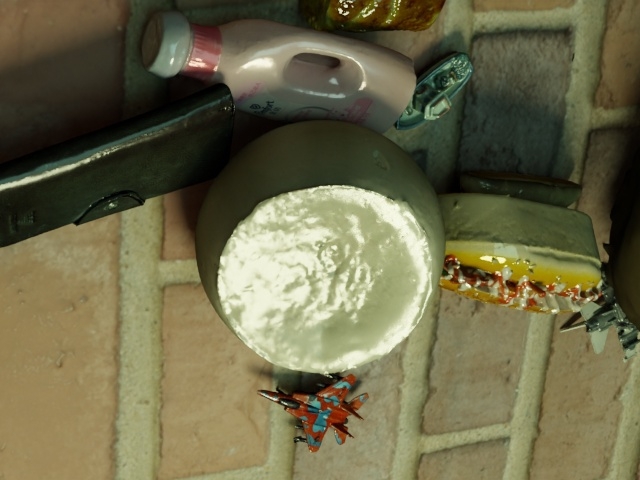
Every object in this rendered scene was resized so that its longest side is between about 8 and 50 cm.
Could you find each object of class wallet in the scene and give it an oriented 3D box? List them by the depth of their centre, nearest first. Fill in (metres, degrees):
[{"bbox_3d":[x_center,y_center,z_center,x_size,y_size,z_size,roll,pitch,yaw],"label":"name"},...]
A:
[{"bbox_3d":[-0.253,-0.080,1.592,0.318,0.045,0.172,-21,156,-19],"label":"wallet"}]

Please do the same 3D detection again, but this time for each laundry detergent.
[{"bbox_3d":[-0.053,-0.208,1.646,0.335,0.088,0.159,10,142,-28],"label":"laundry detergent"}]

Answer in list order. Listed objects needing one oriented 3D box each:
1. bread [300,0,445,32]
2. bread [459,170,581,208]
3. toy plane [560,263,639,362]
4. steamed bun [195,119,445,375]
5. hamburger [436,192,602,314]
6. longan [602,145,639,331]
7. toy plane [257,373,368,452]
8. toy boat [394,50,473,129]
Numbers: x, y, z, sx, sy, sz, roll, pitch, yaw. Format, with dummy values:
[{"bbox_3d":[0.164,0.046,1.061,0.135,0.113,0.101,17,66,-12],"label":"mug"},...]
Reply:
[{"bbox_3d":[0.070,-0.320,1.670,0.172,0.103,0.132,-7,139,-28],"label":"bread"},{"bbox_3d":[0.288,-0.067,1.922,0.214,0.073,0.053,4,101,-31],"label":"bread"},{"bbox_3d":[0.489,0.098,2.105,0.234,0.082,0.160,-23,94,-18],"label":"toy plane"},{"bbox_3d":[0.000,0.000,1.695,0.324,0.206,0.324,-1,119,-2],"label":"steamed bun"},{"bbox_3d":[0.248,0.021,1.855,0.295,0.227,0.151,7,87,-30],"label":"hamburger"},{"bbox_3d":[0.599,-0.004,1.922,0.404,0.436,0.404,-10,145,-7],"label":"longan"},{"bbox_3d":[-0.019,0.233,1.899,0.189,0.061,0.130,23,100,-30],"label":"toy plane"},{"bbox_3d":[0.153,-0.195,1.796,0.140,0.066,0.059,-41,128,-6],"label":"toy boat"}]
